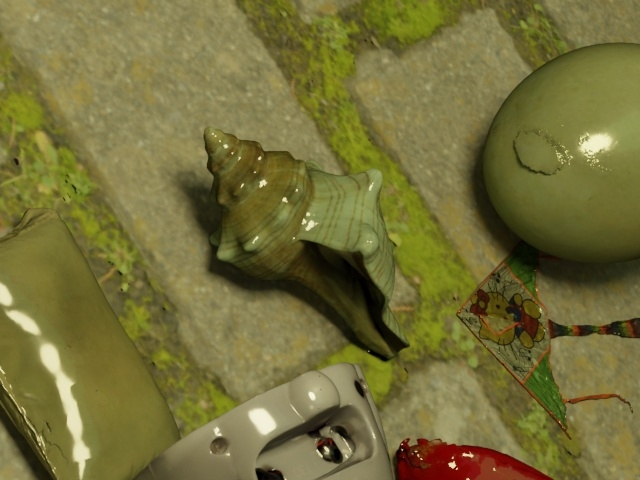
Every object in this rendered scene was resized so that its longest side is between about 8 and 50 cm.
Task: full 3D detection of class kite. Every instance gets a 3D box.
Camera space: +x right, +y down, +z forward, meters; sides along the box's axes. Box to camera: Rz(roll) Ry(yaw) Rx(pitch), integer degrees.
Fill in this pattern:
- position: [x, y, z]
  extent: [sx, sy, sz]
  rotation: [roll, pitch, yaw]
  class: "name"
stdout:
- position: [0.213, 0.077, 1.710]
  extent: [0.244, 0.006, 0.198]
  rotation: [7, 61, -35]
  class: "kite"

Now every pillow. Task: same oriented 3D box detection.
- position: [-0.179, 0.080, 1.373]
  extent: [0.119, 0.053, 0.208]
  rotation: [-29, 88, -41]
  class: "pillow"

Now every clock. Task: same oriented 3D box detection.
- position: [0.005, 0.231, 1.345]
  extent: [0.189, 0.189, 0.254]
  rotation: [-20, 78, -43]
  class: "clock"

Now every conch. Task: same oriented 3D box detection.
- position: [0.002, -0.013, 1.508]
  extent: [0.234, 0.137, 0.114]
  rotation: [26, 68, -16]
  class: "conch"

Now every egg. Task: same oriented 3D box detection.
- position: [0.248, -0.075, 1.699]
  extent: [0.253, 0.186, 0.186]
  rotation: [-15, 75, -43]
  class: "egg"

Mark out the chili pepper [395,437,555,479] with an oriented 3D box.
- position: [0.213, 0.275, 1.536]
  extent: [0.387, 0.110, 0.110]
  rotation: [43, 47, -4]
  class: "chili pepper"
